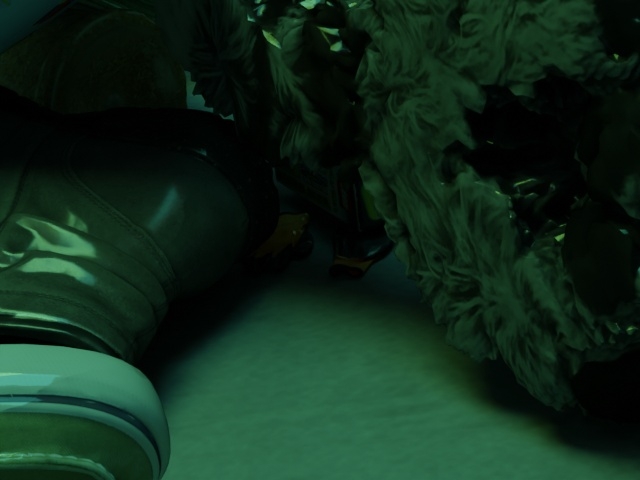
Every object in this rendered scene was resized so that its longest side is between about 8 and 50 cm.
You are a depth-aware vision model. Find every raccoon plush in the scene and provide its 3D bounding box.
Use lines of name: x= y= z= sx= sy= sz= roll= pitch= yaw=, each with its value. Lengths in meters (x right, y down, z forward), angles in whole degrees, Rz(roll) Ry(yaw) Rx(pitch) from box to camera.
raccoon plush: x=0.155 y=-0.109 z=0.821 sx=0.299 sy=0.216 sz=0.446 roll=-17 pitch=42 yaw=-30

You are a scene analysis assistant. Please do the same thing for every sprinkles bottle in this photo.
sprinkles bottle: x=-0.252 y=-0.106 z=1.155 sx=0.355 sy=0.121 sz=0.121 roll=11 pitch=30 yaw=39

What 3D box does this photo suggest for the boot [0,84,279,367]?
boot: x=-0.209 y=0.006 z=0.893 sx=0.338 sy=0.118 sz=0.223 roll=-1 pitch=28 yaw=28

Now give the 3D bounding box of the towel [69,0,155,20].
towel: x=-0.256 y=-0.181 z=1.225 sx=0.248 sy=0.038 sz=0.325 roll=18 pitch=-4 yaw=-30

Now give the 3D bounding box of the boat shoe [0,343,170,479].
boat shoe: x=-0.196 y=0.129 z=0.638 sx=0.302 sy=0.109 sz=0.094 roll=-19 pitch=39 yaw=-1

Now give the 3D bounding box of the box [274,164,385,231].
box: x=0.088 y=-0.060 z=1.014 sx=0.207 sy=0.036 sz=0.114 roll=-15 pitch=22 yaw=-22

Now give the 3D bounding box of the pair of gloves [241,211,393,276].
pair of gloves: x=0.000 y=0.000 z=0.953 sx=0.083 sy=0.010 sz=0.074 roll=1 pitch=25 yaw=21

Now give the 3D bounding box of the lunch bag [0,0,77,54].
lunch bag: x=-0.128 y=-0.191 z=0.942 sx=0.221 sy=0.138 sz=0.293 roll=-30 pitch=0 yaw=33
